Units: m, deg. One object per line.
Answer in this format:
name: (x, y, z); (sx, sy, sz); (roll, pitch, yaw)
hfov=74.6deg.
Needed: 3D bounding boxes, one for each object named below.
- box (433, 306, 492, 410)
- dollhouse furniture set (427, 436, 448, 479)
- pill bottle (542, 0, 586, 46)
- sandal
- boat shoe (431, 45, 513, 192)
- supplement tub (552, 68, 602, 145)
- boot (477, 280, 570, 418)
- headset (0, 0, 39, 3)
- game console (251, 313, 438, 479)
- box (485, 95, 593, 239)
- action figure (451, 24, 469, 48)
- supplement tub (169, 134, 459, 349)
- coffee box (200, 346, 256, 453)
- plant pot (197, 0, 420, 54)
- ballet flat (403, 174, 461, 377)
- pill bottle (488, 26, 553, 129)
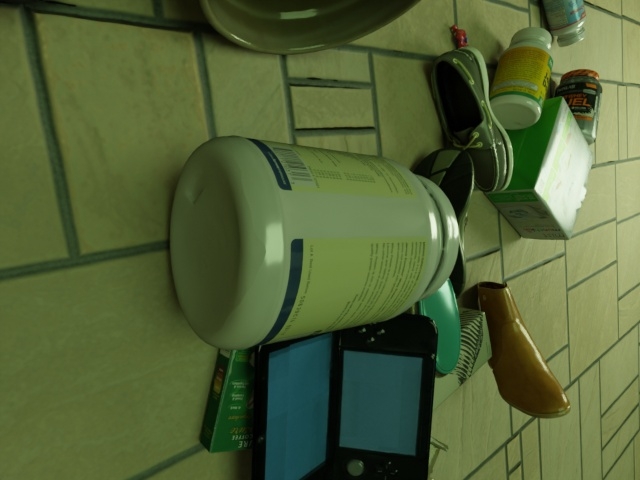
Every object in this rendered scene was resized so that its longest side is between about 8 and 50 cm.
box: (0.215, 0.235, 0.815); (0.275, 0.094, 0.113); (-25, 107, -35)
dollhouse furniture set: (0.246, 0.484, 0.784); (0.242, 0.212, 0.160); (31, 73, -7)
pill bottle: (0.650, -0.607, 1.117); (0.087, 0.087, 0.160); (-47, 119, -26)
sandal: (0.233, -0.030, 0.823); (0.086, 0.120, 0.302); (-3, 96, -66)
boat shoe: (0.303, -0.233, 0.856); (0.091, 0.109, 0.304); (-27, 102, -33)
supplement tub: (0.694, -0.357, 1.146); (0.117, 0.117, 0.190); (15, 82, -38)
boot: (0.391, 0.201, 0.863); (0.104, 0.295, 0.211); (-13, 98, 2)
headset: (-0.312, -0.279, 0.314); (0.186, 0.243, 0.393); (15, 101, -13)
game console: (0.045, 0.262, 0.618); (0.173, 0.251, 0.292); (-35, 128, -80)
box: (0.548, -0.168, 1.035); (0.231, 0.127, 0.261); (35, 71, -35)
action figure: (0.311, -0.408, 0.900); (0.038, 0.030, 0.115); (-50, 115, -31)
supplement tub: (0.000, 0.000, 0.546); (0.325, 0.236, 0.235); (-1, 93, -38)
coffee box: (-0.098, 0.201, 0.603); (0.113, 0.041, 0.183); (15, 83, -39)
plant pot: (-0.022, -0.435, 0.495); (0.324, 0.323, 0.280); (-14, 84, -37)
ballet flat: (0.168, 0.062, 0.750); (0.123, 0.123, 0.347); (-8, 89, -38)
pill bottle: (0.459, -0.372, 0.961); (0.118, 0.118, 0.208); (28, 74, -36)
